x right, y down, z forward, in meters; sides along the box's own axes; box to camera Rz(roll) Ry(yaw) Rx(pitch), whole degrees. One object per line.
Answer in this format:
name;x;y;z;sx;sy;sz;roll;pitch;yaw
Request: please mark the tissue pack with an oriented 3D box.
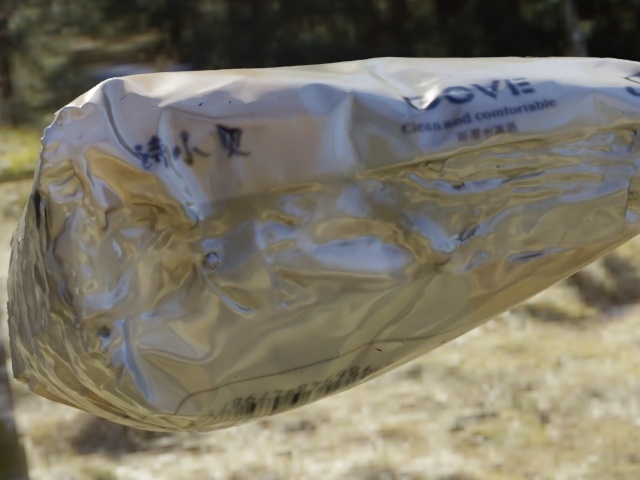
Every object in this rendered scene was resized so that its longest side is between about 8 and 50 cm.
tissue pack;0.000;0.000;1.076;0.375;0.195;0.390;-11;-6;-19
